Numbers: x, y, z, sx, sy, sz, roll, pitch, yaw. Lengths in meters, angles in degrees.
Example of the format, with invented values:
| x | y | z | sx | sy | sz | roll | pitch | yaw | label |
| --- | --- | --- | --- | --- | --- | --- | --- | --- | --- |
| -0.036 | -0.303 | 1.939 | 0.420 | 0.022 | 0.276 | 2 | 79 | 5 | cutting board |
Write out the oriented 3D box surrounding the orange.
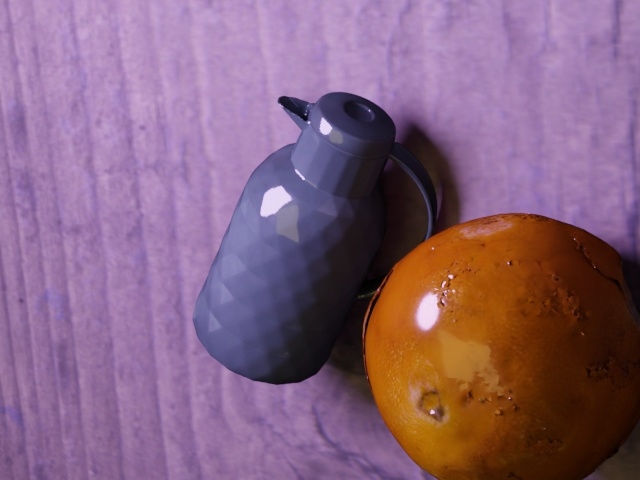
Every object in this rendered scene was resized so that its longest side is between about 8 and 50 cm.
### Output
| x | y | z | sx | sy | sz | roll | pitch | yaw | label |
| --- | --- | --- | --- | --- | --- | --- | --- | --- | --- |
| 0.156 | 0.095 | 1.272 | 0.240 | 0.240 | 0.240 | 17 | 115 | 40 | orange |

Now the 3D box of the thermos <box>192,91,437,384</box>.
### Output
| x | y | z | sx | sy | sz | roll | pitch | yaw | label |
| --- | --- | --- | --- | --- | --- | --- | --- | --- | --- |
| 0.000 | 0.000 | 1.453 | 0.182 | 0.145 | 0.286 | 25 | 125 | -1 | thermos |
